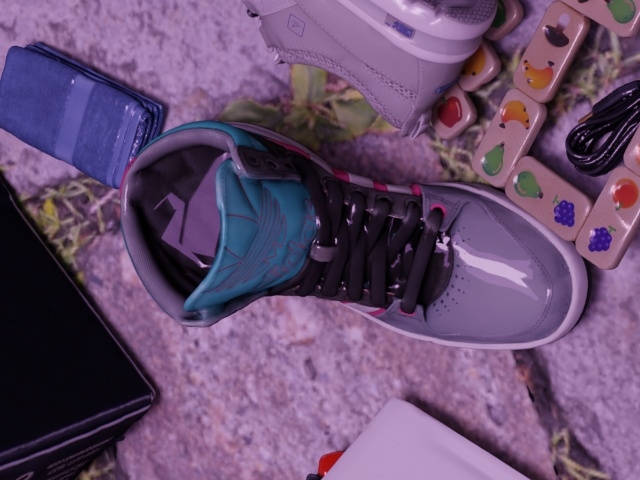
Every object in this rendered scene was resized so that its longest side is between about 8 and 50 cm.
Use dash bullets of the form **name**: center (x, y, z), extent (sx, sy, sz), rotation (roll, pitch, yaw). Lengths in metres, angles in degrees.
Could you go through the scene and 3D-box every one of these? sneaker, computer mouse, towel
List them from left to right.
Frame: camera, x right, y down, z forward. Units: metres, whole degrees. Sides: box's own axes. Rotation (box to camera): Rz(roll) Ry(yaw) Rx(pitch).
- **towel**: center (-0.164, -0.084, 1.297), extent (0.119, 0.029, 0.067), rotation (27, 108, 21)
- **sneaker**: center (-0.028, -0.163, 1.174), extent (0.281, 0.105, 0.115), rotation (39, 129, 26)
- **sneaker**: center (0.000, 0.000, 1.141), extent (0.295, 0.178, 0.124), rotation (17, 105, 24)
- **computer mouse**: center (0.221, -0.009, 1.104), extent (0.106, 0.042, 0.193), rotation (-31, 83, 26)

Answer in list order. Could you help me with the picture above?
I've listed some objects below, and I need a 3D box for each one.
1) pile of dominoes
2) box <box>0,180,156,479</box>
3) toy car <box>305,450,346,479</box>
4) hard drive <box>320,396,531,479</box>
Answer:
- **pile of dominoes**: center (0.145, -0.138, 1.101), extent (0.196, 0.040, 0.251), rotation (38, 112, 32)
- **box**: center (-0.461, 0.092, 1.330), extent (0.472, 0.297, 0.480), rotation (-44, 77, 27)
- **toy car**: center (-0.019, 0.260, 1.167), extent (0.053, 0.225, 0.239), rotation (92, 156, -53)
- **hard drive**: center (0.035, 0.253, 1.113), extent (0.203, 0.307, 0.040), rotation (31, 150, 20)
